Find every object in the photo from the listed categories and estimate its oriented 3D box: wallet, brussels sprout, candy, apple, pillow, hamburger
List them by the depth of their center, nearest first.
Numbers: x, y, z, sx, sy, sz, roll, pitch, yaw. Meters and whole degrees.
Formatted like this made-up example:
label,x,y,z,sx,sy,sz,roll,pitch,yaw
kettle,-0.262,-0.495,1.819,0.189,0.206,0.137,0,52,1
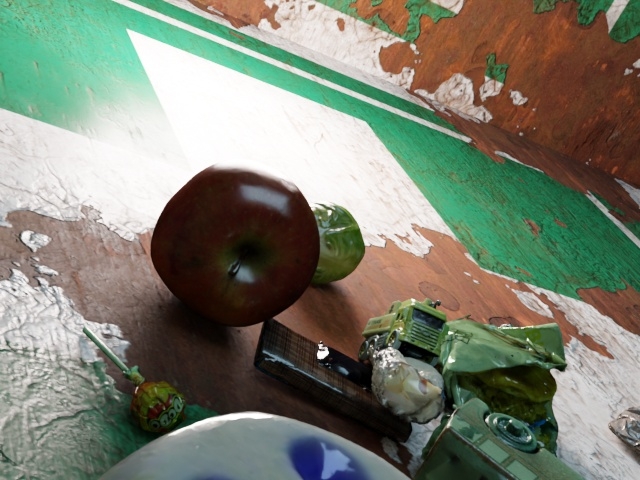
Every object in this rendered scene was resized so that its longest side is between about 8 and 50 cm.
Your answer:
label,x,y,z,sx,sy,sz,roll,pitch,yaw
candy,-0.220,0.151,1.295,0.060,0.060,0.201,8,22,-45
wallet,0.018,0.184,1.526,0.230,0.042,0.124,27,21,-9
apple,-0.112,0.001,1.542,0.230,0.230,0.230,26,21,-10
hamburger,0.274,0.192,1.697,0.260,0.150,0.276,15,26,-31
brussels sprout,0.001,-0.004,1.842,0.155,0.117,0.155,35,13,-9
pillow,0.578,0.326,1.934,0.135,0.049,0.248,35,18,27

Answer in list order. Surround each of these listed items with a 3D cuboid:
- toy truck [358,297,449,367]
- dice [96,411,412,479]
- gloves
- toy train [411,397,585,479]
label,x,y,z,sx,sy,sz,roll,pitch,yaw
toy truck,0.119,0.129,1.629,0.077,0.100,0.169,23,-20,-13
dice,-0.038,0.315,0.814,0.304,0.277,0.304,39,25,22
gloves,0.106,0.186,1.496,0.114,0.070,0.153,29,10,-5
toy train,0.260,0.331,1.384,0.326,0.129,0.159,37,25,20
